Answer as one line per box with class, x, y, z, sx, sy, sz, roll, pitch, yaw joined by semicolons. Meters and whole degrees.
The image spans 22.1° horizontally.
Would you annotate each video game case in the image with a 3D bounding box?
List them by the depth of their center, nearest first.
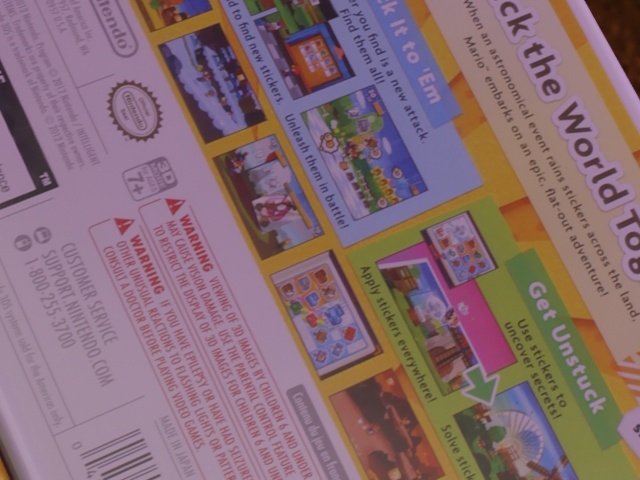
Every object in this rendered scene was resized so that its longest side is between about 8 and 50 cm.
video game case;0.000;0.000;0.455;0.206;0.026;0.227;-23;78;-16
